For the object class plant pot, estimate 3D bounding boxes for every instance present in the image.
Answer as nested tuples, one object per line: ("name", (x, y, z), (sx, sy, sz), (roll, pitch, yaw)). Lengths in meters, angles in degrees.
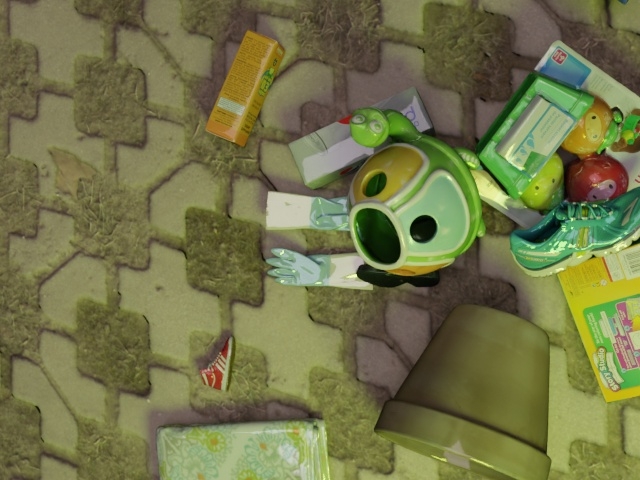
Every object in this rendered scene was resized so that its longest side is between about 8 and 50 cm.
("plant pot", (0.294, 0.281, 1.569), (0.323, 0.323, 0.280), (17, 75, 13))

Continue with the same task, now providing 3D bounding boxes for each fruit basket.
("fruit basket", (0.488, -0.145, 1.591), (0.353, 0.165, 0.327), (37, 106, 2))

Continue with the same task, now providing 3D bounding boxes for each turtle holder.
("turtle holder", (0.166, -0.082, 1.561), (0.243, 0.227, 0.320), (25, 129, 29))

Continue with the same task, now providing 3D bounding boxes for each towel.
("towel", (-0.155, 0.536, 1.744), (0.374, 0.090, 0.320), (-6, 83, 12))

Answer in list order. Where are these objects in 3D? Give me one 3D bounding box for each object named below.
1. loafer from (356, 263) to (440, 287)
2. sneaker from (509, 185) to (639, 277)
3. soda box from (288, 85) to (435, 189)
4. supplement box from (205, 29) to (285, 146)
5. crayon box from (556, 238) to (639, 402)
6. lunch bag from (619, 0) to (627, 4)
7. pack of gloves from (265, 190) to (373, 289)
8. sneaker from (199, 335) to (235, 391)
("loafer", (0.159, 0.058, 1.717), (0.170, 0.062, 0.061), (3, 60, 5))
("sneaker", (0.476, -0.025, 1.525), (0.275, 0.107, 0.110), (-28, 119, 16))
("soda box", (0.086, -0.207, 1.724), (0.286, 0.091, 0.098), (-23, 82, 10))
("supplement box", (-0.159, -0.323, 1.791), (0.080, 0.078, 0.233), (22, 93, 12))
("crayon box", (0.569, 0.148, 1.564), (0.165, 0.081, 0.278), (-21, 91, 32))
("lunch bag", (0.543, -0.675, 1.579), (0.328, 0.239, 0.385), (34, 87, 10))
("pack of gloves", (0.000, 0.000, 1.766), (0.232, 0.046, 0.195), (3, 89, 2))
("sneaker", (-0.220, 0.259, 1.792), (0.067, 0.042, 0.118), (10, 91, 9))
